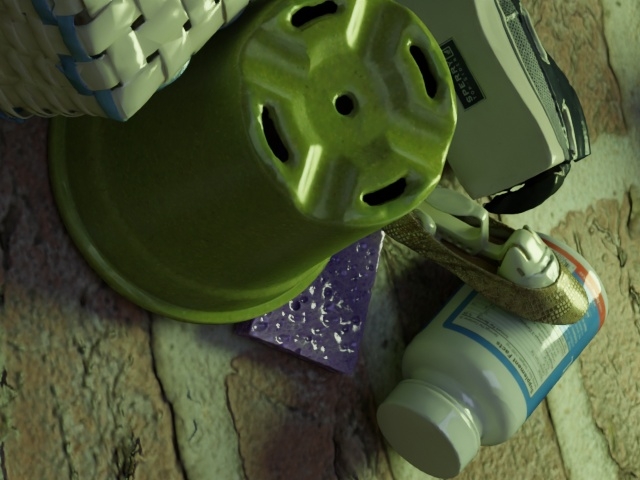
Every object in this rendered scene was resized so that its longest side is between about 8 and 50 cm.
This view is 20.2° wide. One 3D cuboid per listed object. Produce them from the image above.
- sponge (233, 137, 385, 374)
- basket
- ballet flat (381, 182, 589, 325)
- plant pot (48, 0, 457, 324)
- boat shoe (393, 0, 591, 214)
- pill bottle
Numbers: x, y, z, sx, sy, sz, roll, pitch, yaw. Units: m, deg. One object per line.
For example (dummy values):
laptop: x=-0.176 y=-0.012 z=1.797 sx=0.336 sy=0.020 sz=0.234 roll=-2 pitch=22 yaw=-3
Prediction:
sponge: x=0.000 y=0.000 z=1.553 sx=0.117 sy=0.031 sz=0.210 roll=22 pitch=74 yaw=-34
basket: x=-0.191 y=-0.212 z=1.274 sx=0.255 sy=0.289 sz=0.201 roll=-49 pitch=131 yaw=-28
ballet flat: x=0.142 y=0.005 z=1.538 sx=0.206 sy=0.067 sz=0.073 roll=26 pitch=55 yaw=1
plant pot: x=-0.035 y=-0.083 z=1.373 sx=0.276 sy=0.254 sz=0.276 roll=5 pitch=81 yaw=-29
boat shoe: x=0.133 y=-0.188 z=1.626 sx=0.158 sy=0.127 sz=0.341 roll=-18 pitch=85 yaw=-66
pill bottle: x=0.149 y=0.104 z=1.598 sx=0.221 sy=0.124 sz=0.124 roll=-46 pitch=113 yaw=-28
